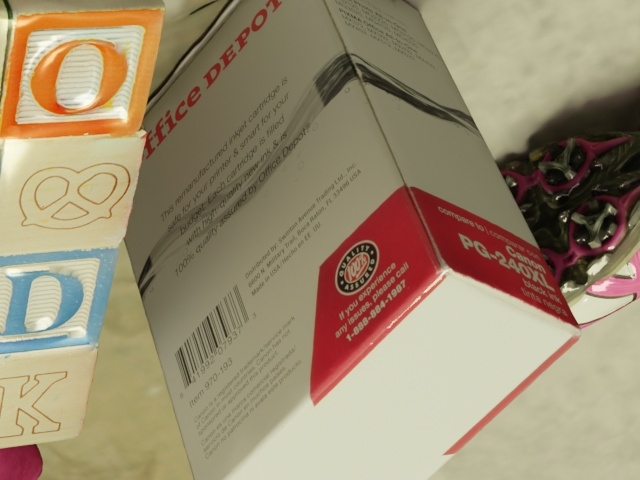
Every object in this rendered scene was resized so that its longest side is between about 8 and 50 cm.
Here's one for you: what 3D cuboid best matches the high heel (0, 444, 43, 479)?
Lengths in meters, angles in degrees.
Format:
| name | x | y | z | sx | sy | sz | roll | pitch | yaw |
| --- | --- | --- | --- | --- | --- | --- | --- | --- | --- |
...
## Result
| name | x | y | z | sx | sy | sz | roll | pitch | yaw |
| --- | --- | --- | --- | --- | --- | --- | --- | --- | --- |
| high heel | -0.199 | 0.142 | 0.681 | 0.244 | 0.082 | 0.117 | -56 | 138 | -9 |

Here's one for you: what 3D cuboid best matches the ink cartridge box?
| name | x | y | z | sx | sy | sz | roll | pitch | yaw |
| --- | --- | --- | --- | --- | --- | --- | --- | --- | --- |
| ink cartridge box | 0.000 | 0.000 | 0.605 | 0.063 | 0.150 | 0.109 | 22 | 123 | -37 |

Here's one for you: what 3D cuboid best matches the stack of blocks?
| name | x | y | z | sx | sy | sz | roll | pitch | yaw |
| --- | --- | --- | --- | --- | --- | --- | --- | --- | --- |
| stack of blocks | -0.206 | -0.015 | 0.541 | 0.297 | 0.087 | 0.171 | -6 | 135 | -24 |

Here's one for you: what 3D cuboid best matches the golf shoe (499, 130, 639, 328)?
| name | x | y | z | sx | sy | sz | roll | pitch | yaw |
| --- | --- | --- | --- | --- | --- | --- | --- | --- | --- |
| golf shoe | 0.120 | -0.008 | 0.690 | 0.186 | 0.067 | 0.086 | -36 | 133 | 17 |
